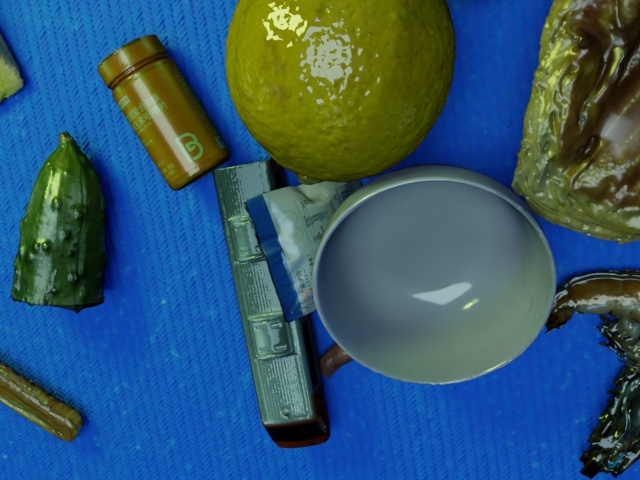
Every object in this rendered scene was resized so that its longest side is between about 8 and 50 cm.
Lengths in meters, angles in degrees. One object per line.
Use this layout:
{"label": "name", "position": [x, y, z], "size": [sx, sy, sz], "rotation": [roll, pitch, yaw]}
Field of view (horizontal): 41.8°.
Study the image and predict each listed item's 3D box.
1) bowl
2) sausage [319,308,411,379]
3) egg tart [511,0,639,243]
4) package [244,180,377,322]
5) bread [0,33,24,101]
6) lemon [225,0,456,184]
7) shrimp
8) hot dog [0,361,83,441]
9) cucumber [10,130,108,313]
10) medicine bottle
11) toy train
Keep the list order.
{"label": "bowl", "position": [0.139, 0.025, 1.047], "size": [0.287, 0.144, 0.287], "rotation": [3, 117, 5]}
{"label": "sausage", "position": [0.059, 0.141, 1.166], "size": [0.158, 0.036, 0.042], "rotation": [-36, 82, 17]}
{"label": "egg tart", "position": [0.400, -0.169, 0.965], "size": [0.339, 0.153, 0.352], "rotation": [4, 103, 10]}
{"label": "package", "position": [0.000, 0.000, 1.105], "size": [0.173, 0.027, 0.171], "rotation": [-21, 99, -24]}
{"label": "bread", "position": [-0.551, -0.316, 1.189], "size": [0.167, 0.163, 0.264], "rotation": [-25, 127, 15]}
{"label": "lemon", "position": [0.023, -0.210, 0.977], "size": [0.293, 0.293, 0.293], "rotation": [3, 103, 11]}
{"label": "shrimp", "position": [0.368, 0.170, 1.097], "size": [0.222, 0.054, 0.290], "rotation": [22, 102, 5]}
{"label": "hot dog", "position": [-0.456, 0.236, 1.288], "size": [0.215, 0.047, 0.066], "rotation": [31, 121, 3]}
{"label": "cucumber", "position": [-0.361, -0.030, 1.176], "size": [0.134, 0.134, 0.244], "rotation": [8, 100, 10]}
{"label": "medicine bottle", "position": [-0.207, -0.169, 1.120], "size": [0.096, 0.096, 0.192], "rotation": [-30, 96, 16]}
{"label": "toy train", "position": [-0.064, 0.094, 1.138], "size": [0.086, 0.089, 0.409], "rotation": [-9, 95, 14]}
